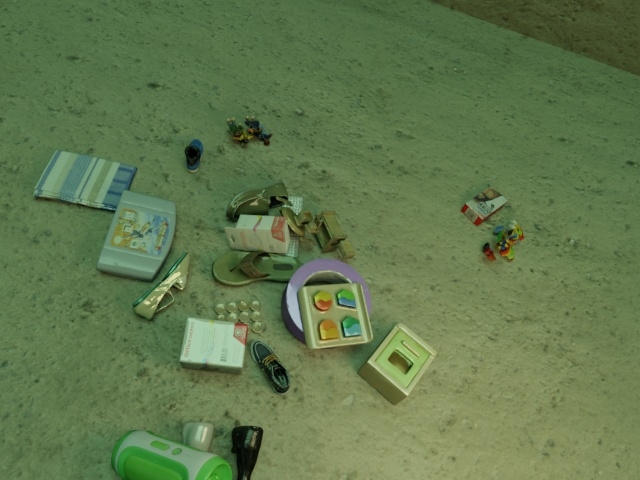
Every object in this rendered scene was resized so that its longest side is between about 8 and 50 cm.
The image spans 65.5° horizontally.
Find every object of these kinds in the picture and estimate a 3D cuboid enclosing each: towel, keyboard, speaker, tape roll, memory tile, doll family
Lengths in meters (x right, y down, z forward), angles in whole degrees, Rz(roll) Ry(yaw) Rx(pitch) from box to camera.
[{"bbox_3d":[-0.798,-0.203,1.699,0.284,0.034,0.209,11,55,-8],"label":"towel"},{"bbox_3d":[-0.108,-0.054,1.768,0.072,0.014,0.256,9,57,-7],"label":"keyboard"},{"bbox_3d":[-0.363,0.551,1.202,0.296,0.131,0.131,4,52,29],"label":"speaker"},{"bbox_3d":[0.018,0.199,1.576,0.274,0.090,0.275,6,65,-13],"label":"tape roll"},{"bbox_3d":[-0.255,0.242,1.555,0.147,0.012,0.113,-3,60,-14],"label":"memory tile"},{"bbox_3d":[-0.272,-0.418,1.923,0.192,0.076,0.111,-16,59,-24],"label":"doll family"}]

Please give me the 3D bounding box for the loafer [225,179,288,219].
[{"bbox_3d":[-0.215,-0.135,1.747,0.251,0.094,0.087,-30,65,-27],"label":"loafer"}]

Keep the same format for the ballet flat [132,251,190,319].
[{"bbox_3d":[-0.470,0.144,1.539,0.086,0.086,0.248,34,59,9],"label":"ballet flat"}]

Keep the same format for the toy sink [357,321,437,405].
[{"bbox_3d":[0.252,0.354,1.526,0.152,0.131,0.234,40,59,12],"label":"toy sink"}]

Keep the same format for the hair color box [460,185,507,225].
[{"bbox_3d":[0.647,-0.138,1.963,0.167,0.053,0.093,-32,69,-28],"label":"hair color box"}]

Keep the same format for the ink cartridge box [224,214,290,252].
[{"bbox_3d":[-0.208,-0.023,1.647,0.198,0.115,0.067,4,47,9],"label":"ink cartridge box"}]

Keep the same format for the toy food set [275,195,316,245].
[{"bbox_3d":[-0.097,-0.058,1.702,0.038,0.132,0.192,-36,70,15],"label":"toy food set"}]

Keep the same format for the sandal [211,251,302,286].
[{"bbox_3d":[-0.201,0.077,1.621,0.302,0.086,0.120,-2,64,-16],"label":"sandal"}]

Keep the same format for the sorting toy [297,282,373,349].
[{"bbox_3d":[0.046,0.222,1.500,0.208,0.038,0.193,-4,67,-17],"label":"sorting toy"}]

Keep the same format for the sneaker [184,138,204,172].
[{"bbox_3d":[-0.460,-0.330,1.819,0.058,0.085,0.152,8,57,-7],"label":"sneaker"}]

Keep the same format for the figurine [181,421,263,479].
[{"bbox_3d":[-0.267,0.592,1.298,0.214,0.092,0.210,7,62,-7],"label":"figurine"}]

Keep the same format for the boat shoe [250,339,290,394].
[{"bbox_3d":[-0.143,0.362,1.463,0.065,0.083,0.183,-27,68,-25],"label":"boat shoe"}]

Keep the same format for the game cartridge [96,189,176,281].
[{"bbox_3d":[-0.578,-0.018,1.608,0.198,0.062,0.297,11,59,-9],"label":"game cartridge"}]

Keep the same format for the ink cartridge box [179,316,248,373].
[{"bbox_3d":[-0.305,0.305,1.430,0.176,0.127,0.128,9,65,-8],"label":"ink cartridge box"}]

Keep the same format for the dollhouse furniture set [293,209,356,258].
[{"bbox_3d":[0.000,0.000,1.685,0.160,0.101,0.182,-1,56,-39],"label":"dollhouse furniture set"}]

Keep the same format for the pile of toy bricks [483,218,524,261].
[{"bbox_3d":[0.695,0.025,1.858,0.105,0.118,0.212,53,41,-11],"label":"pile of toy bricks"}]
